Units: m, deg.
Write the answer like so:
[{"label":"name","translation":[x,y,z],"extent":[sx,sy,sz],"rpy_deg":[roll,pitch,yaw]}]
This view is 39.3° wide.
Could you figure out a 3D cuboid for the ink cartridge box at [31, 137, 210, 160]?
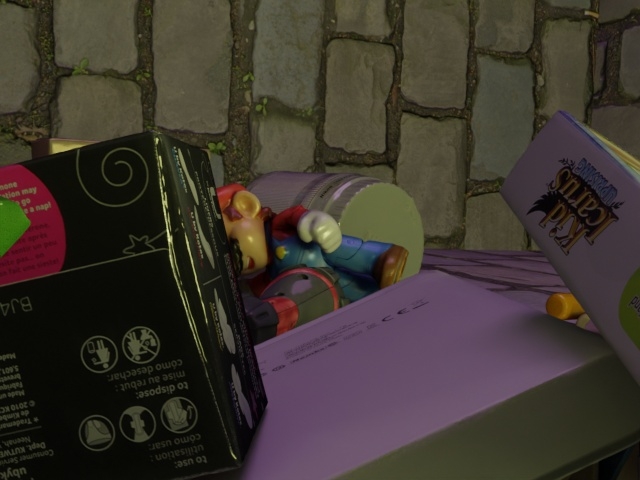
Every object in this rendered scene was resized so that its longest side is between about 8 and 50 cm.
[{"label":"ink cartridge box","translation":[-0.235,0.002,1.051],"extent":[0.193,0.235,0.088],"rpy_deg":[0,3,-30]}]

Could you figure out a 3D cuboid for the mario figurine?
[{"label":"mario figurine","translation":[-0.057,0.039,1.204],"extent":[0.320,0.198,0.170],"rpy_deg":[17,8,7]}]

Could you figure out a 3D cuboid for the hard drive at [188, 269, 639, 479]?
[{"label":"hard drive","translation":[0.020,0.097,0.556],"extent":[0.233,0.047,0.353],"rpy_deg":[-23,6,-5]}]

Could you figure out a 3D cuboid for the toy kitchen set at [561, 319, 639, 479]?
[{"label":"toy kitchen set","translation":[0.212,0.137,0.508],"extent":[0.166,0.122,0.207],"rpy_deg":[6,24,35]}]

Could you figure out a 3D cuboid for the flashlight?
[{"label":"flashlight","translation":[-0.049,0.084,0.992],"extent":[0.103,0.103,0.304],"rpy_deg":[12,5,14]}]

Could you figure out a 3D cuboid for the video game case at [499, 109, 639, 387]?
[{"label":"video game case","translation":[0.234,0.063,0.417],"extent":[0.269,0.061,0.244],"rpy_deg":[28,21,-18]}]

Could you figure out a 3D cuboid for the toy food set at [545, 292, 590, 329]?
[{"label":"toy food set","translation":[0.439,0.081,1.241],"extent":[0.104,0.111,0.232],"rpy_deg":[1,-27,-38]}]

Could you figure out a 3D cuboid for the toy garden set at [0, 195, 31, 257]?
[{"label":"toy garden set","translation":[-0.268,0.034,0.334],"extent":[0.203,0.244,0.049],"rpy_deg":[21,-31,28]}]

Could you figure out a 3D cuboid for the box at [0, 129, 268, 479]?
[{"label":"box","translation":[-0.167,0.052,0.467],"extent":[0.247,0.163,0.142],"rpy_deg":[-13,2,3]}]

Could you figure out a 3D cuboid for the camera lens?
[{"label":"camera lens","translation":[0.000,0.000,1.443],"extent":[0.219,0.219,0.274],"rpy_deg":[0,5,-42]}]
